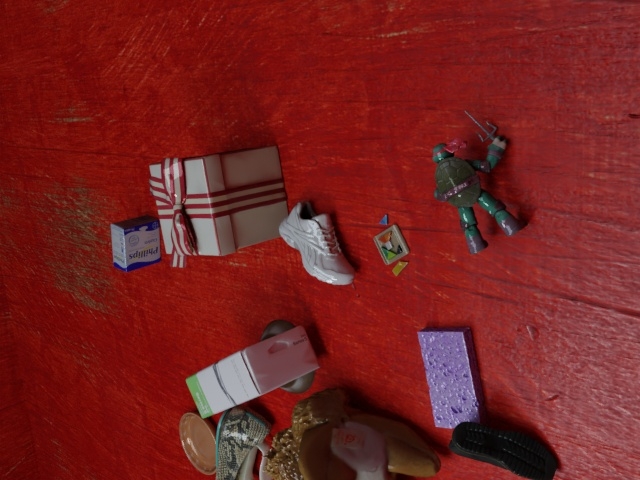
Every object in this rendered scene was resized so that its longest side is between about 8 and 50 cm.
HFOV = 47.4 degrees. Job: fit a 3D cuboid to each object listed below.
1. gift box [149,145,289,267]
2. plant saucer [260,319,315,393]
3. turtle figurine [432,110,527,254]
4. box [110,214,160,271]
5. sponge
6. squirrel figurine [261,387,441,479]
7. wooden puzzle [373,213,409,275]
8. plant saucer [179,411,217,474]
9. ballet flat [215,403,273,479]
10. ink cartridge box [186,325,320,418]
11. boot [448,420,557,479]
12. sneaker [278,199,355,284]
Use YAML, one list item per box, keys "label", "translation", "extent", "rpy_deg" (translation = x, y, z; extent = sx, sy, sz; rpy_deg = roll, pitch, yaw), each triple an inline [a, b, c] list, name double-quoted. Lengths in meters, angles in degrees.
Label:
- label: "gift box"
  translation: [-0.258, -0.083, 1.731]
  extent: [0.276, 0.258, 0.255]
  rpy_deg: [-7, 97, 46]
- label: "plant saucer"
  translation: [-0.095, 0.301, 1.852]
  extent: [0.199, 0.036, 0.198]
  rpy_deg: [17, 114, 42]
- label: "turtle figurine"
  translation: [0.261, -0.100, 1.306]
  extent: [0.175, 0.118, 0.234]
  rpy_deg: [-31, 86, 46]
- label: "box"
  translation: [-0.542, 0.008, 2.148]
  extent: [0.072, 0.126, 0.137]
  rpy_deg: [19, 116, 39]
- label: "sponge"
  translation: [0.267, 0.279, 1.475]
  extent: [0.117, 0.031, 0.210]
  rpy_deg: [-6, 99, 46]
- label: "squirrel figurine"
  translation: [0.046, 0.561, 1.675]
  extent: [0.397, 0.281, 0.370]
  rpy_deg: [42, 141, 46]
- label: "wooden puzzle"
  translation: [0.147, 0.011, 1.524]
  extent: [0.078, 0.014, 0.116]
  rpy_deg: [-43, 71, 44]
- label: "plant saucer"
  translation: [-0.359, 0.613, 2.222]
  extent: [0.200, 0.037, 0.200]
  rpy_deg: [18, 116, 41]
- label: "ballet flat"
  translation: [-0.226, 0.675, 2.038]
  extent: [0.182, 0.164, 0.482]
  rpy_deg: [24, 120, 15]
- label: "ink cartridge box"
  translation: [-0.165, 0.317, 1.755]
  extent: [0.273, 0.198, 0.114]
  rpy_deg: [-32, 80, 47]
- label: "boot"
  translation: [0.348, 0.413, 1.421]
  extent: [0.198, 0.077, 0.137]
  rpy_deg: [23, 158, 12]
- label: "sneaker"
  translation: [0.000, 0.000, 1.620]
  extent: [0.232, 0.090, 0.115]
  rpy_deg: [45, 127, 25]
